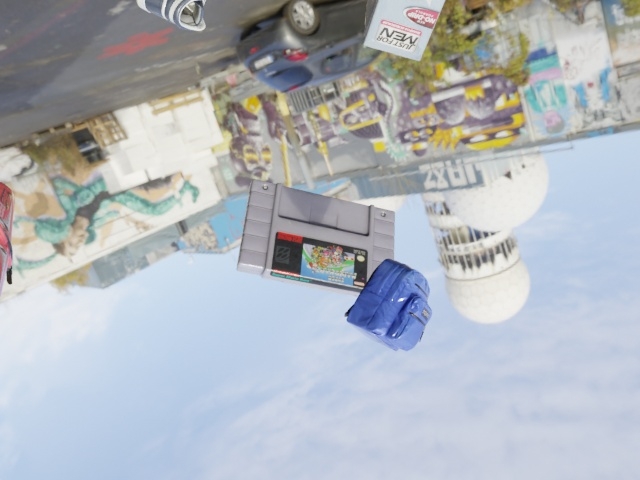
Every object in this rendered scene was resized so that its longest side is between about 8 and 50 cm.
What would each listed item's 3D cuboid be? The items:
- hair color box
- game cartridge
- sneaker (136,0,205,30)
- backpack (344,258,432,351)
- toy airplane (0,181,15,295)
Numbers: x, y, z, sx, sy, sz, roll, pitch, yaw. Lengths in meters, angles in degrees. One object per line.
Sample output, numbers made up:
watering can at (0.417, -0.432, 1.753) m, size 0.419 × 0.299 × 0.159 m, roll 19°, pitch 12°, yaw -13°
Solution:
hair color box at (0.182, -0.523, 0.918) m, size 0.113 × 0.375 × 0.185 m, roll 14°, pitch -136°, yaw -6°
game cartridge at (0.000, 0.000, 1.244) m, size 0.354 × 0.230 × 0.068 m, roll 12°, pitch 147°, yaw -13°
sneaker at (-0.313, -0.632, 1.399) m, size 0.153 × 0.099 × 0.282 m, roll 33°, pitch -124°, yaw 15°
backpack at (0.115, 0.096, 0.817) m, size 0.101 × 0.098 × 0.120 m, roll 21°, pitch -105°, yaw 34°
toy airplane at (-0.304, -0.021, 0.492) m, size 0.028 × 0.151 × 0.151 m, roll -10°, pitch -169°, yaw -16°
